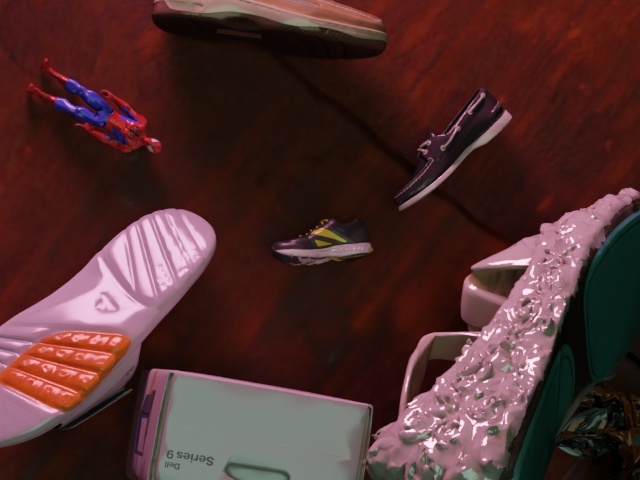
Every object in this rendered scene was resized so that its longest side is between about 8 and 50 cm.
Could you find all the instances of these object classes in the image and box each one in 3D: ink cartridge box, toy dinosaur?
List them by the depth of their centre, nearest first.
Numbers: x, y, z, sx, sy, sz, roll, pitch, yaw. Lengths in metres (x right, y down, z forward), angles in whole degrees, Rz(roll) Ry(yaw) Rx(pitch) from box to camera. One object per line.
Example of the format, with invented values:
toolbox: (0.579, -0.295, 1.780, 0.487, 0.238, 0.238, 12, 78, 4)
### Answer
ink cartridge box: (-0.059, 0.152, 1.506, 0.154, 0.212, 0.093, 10, 86, -9)
toy dinosaur: (0.323, 0.212, 1.610, 0.322, 0.164, 0.218, 13, 69, 12)

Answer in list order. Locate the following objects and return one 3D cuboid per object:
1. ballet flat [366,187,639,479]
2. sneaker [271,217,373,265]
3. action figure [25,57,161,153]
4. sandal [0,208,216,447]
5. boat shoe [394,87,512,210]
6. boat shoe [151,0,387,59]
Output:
ballet flat: (0.149, 0.074, 1.517, 0.147, 0.147, 0.409, 47, 40, -6)
sneaker: (0.000, 0.000, 1.615, 0.083, 0.031, 0.035, -3, 76, -14)
action figure: (-0.177, -0.101, 1.587, 0.115, 0.030, 0.038, 30, 79, -10)
sandal: (-0.175, 0.083, 1.554, 0.102, 0.076, 0.265, 34, 61, 29)
boat shoe: (0.101, -0.074, 1.623, 0.125, 0.046, 0.038, -42, 96, -11)
boat shoe: (-0.037, -0.193, 1.596, 0.190, 0.068, 0.072, 10, 75, -9)
